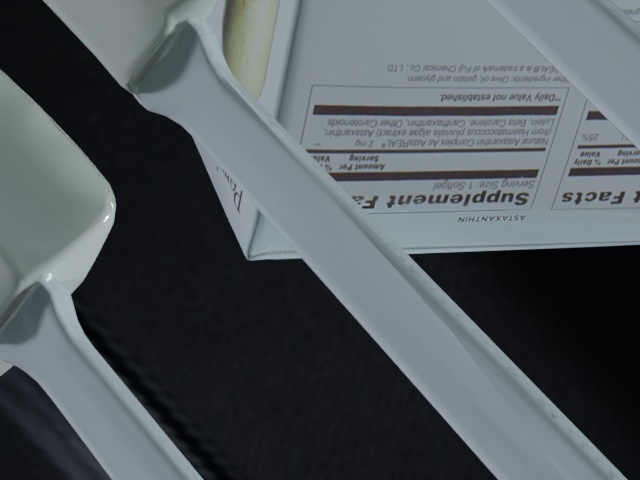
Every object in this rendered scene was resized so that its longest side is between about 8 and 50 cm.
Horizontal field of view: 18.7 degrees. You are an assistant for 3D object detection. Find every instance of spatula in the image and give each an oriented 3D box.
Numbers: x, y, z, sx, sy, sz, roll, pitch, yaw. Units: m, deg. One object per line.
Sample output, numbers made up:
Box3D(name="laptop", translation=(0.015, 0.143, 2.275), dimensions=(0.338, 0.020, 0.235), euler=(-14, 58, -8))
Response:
Box3D(name="spatula", translation=(0.000, 0.000, 0.357), dimensions=(0.242, 0.019, 0.168), euler=(48, -71, 23))

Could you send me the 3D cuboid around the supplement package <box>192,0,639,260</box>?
Box3D(name="supplement package", translation=(0.061, -0.157, 0.642), dimensions=(0.198, 0.199, 0.263), euler=(-2, -53, -19))
